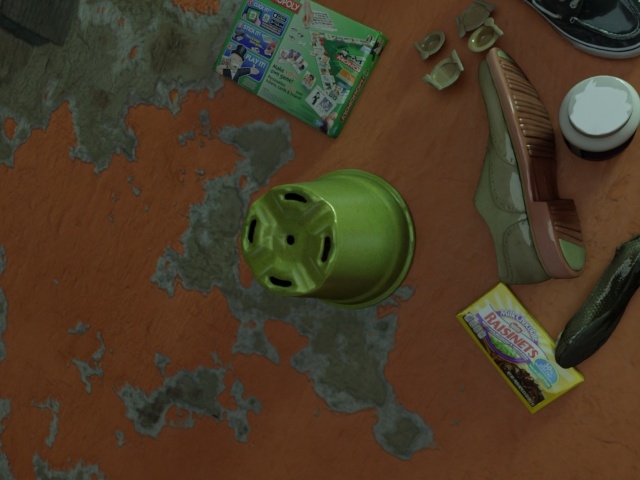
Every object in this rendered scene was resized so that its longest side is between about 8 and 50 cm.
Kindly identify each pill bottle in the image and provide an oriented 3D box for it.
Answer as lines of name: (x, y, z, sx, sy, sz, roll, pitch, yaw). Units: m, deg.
pill bottle: (0.411, -0.180, 0.845, 0.108, 0.193, 0.108, 0, 91, 25)

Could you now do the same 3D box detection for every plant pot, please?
plant pot: (0.000, 0.000, 1.012, 0.276, 0.254, 0.276, 1, 91, 26)

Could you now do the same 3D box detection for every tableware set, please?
tableware set: (0.238, -0.343, 0.991, 0.169, 0.020, 0.141, -36, 45, 24)

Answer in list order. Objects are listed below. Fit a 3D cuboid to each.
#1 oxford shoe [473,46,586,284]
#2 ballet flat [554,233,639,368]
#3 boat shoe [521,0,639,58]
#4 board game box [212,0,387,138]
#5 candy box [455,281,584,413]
oxford shoe: (0.301, -0.120, 0.935, 0.146, 0.140, 0.397, -22, 71, 45)
ballet flat: (0.446, 0.093, 0.904, 0.250, 0.084, 0.058, -60, 40, 12)
boat shoe: (0.393, -0.398, 0.902, 0.301, 0.102, 0.108, 47, 109, 18)
board game box: (-0.050, -0.371, 1.147, 0.317, 0.046, 0.213, 34, 104, 22)
candy box: (0.337, 0.180, 0.978, 0.105, 0.027, 0.206, -41, 74, 16)
